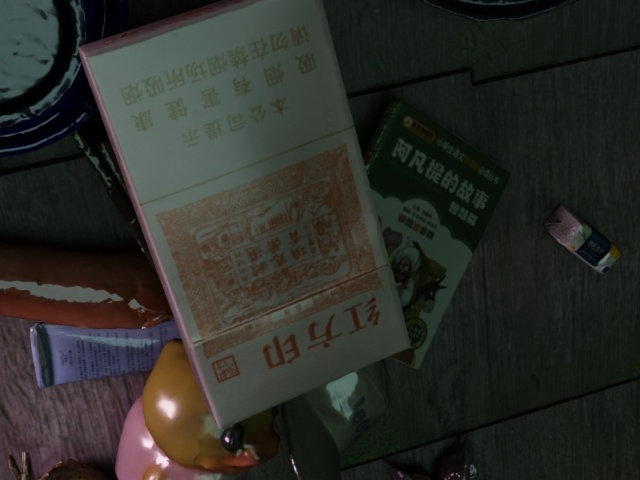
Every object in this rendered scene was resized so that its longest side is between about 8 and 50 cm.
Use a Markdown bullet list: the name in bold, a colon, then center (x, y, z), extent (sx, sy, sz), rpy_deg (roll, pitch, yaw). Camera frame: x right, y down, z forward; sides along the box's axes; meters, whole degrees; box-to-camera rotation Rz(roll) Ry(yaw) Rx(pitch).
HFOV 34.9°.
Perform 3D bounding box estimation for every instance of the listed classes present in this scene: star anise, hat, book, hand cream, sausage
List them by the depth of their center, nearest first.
- **sausage**: center (-0.353, 0.033, 1.044), extent (0.419, 0.094, 0.094), rpy_deg (10, 152, -23)
- **hand cream**: center (-0.196, 0.118, 1.160), extent (0.256, 0.055, 0.088), rpy_deg (-7, 122, -14)
- **book**: center (0.097, -0.002, 1.166), extent (0.202, 0.027, 0.264), rpy_deg (28, 86, -36)
- **hat**: center (0.037, 0.219, 1.188), extent (0.149, 0.244, 0.214), rpy_deg (-26, 139, -2)
- **star anise**: center (0.163, 0.407, 1.335), extent (0.148, 0.227, 0.218), rpy_deg (16, 119, -32)

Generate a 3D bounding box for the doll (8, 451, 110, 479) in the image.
- **doll**: center (-0.287, 0.320, 1.187), extent (0.105, 0.115, 0.221), rpy_deg (-29, 118, 36)

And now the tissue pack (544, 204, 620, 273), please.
- **tissue pack**: center (0.330, -0.001, 1.283), extent (0.083, 0.062, 0.042), rpy_deg (33, 105, -28)

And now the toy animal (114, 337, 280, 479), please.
- **toy animal**: center (-0.135, 0.212, 1.134), extent (0.195, 0.169, 0.281), rpy_deg (-33, 163, -46)

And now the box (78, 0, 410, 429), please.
- **box**: center (-0.055, -0.026, 0.904), extent (0.205, 0.051, 0.365), rpy_deg (-22, 115, -13)

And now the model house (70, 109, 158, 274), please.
- **model house**: center (-0.092, -0.048, 1.028), extent (0.211, 0.204, 0.243), rpy_deg (-31, 116, -9)

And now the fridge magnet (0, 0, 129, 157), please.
- **fridge magnet**: center (-0.310, -0.201, 0.936), extent (0.266, 0.112, 0.265), rpy_deg (-6, 113, -15)

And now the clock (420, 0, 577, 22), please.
- **clock**: center (0.184, -0.377, 0.997), extent (0.325, 0.067, 0.325), rpy_deg (1, 121, 1)
